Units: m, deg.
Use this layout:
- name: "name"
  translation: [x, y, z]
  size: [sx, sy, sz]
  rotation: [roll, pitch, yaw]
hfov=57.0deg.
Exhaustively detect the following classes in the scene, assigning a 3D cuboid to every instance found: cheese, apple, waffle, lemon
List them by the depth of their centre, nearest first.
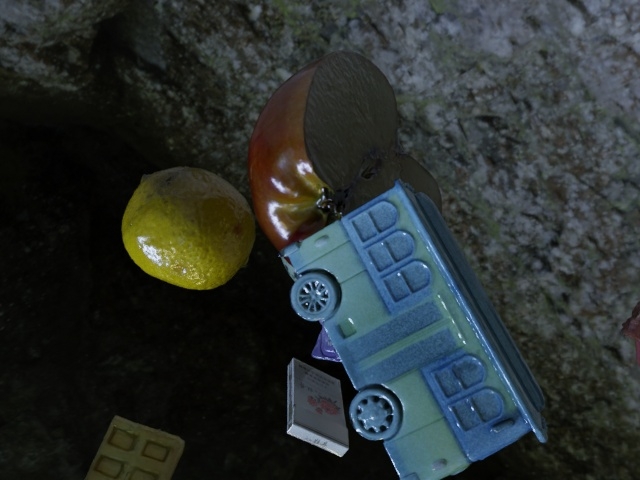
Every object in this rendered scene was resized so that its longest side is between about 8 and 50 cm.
- name: "apple"
  translation: [0.047, -0.108, 0.932]
  size: [0.329, 0.295, 0.365]
  rotation: [30, -142, 11]
- name: "lemon"
  translation: [-0.238, -0.021, 1.109]
  size: [0.253, 0.228, 0.228]
  rotation: [25, -123, -18]
- name: "waffle"
  translation: [-0.408, 0.514, 1.224]
  size: [0.168, 0.057, 0.274]
  rotation: [22, -122, -3]
- name: "cheese"
  translation: [0.027, 0.161, 1.258]
  size: [0.042, 0.105, 0.191]
  rotation: [9, -98, -51]

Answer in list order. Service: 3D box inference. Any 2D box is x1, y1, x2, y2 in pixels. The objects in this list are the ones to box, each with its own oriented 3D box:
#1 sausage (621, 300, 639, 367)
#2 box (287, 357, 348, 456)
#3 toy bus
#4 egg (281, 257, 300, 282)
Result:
- name: "sausage"
  translation: [0.477, 0.154, 0.719]
  size: [0.254, 0.148, 0.148]
  rotation: [30, -125, -34]
- name: "box"
  translation: [-0.007, 0.294, 1.060]
  size: [0.109, 0.029, 0.198]
  rotation: [28, -163, -13]
- name: "toy bus"
  translation: [0.107, 0.107, 0.684]
  size: [0.312, 0.190, 0.152]
  rotation: [63, -167, 12]
- name: "egg"
  translation: [0.000, 0.000, 1.160]
  size: [0.177, 0.177, 0.228]
  rotation: [30, -128, -32]
